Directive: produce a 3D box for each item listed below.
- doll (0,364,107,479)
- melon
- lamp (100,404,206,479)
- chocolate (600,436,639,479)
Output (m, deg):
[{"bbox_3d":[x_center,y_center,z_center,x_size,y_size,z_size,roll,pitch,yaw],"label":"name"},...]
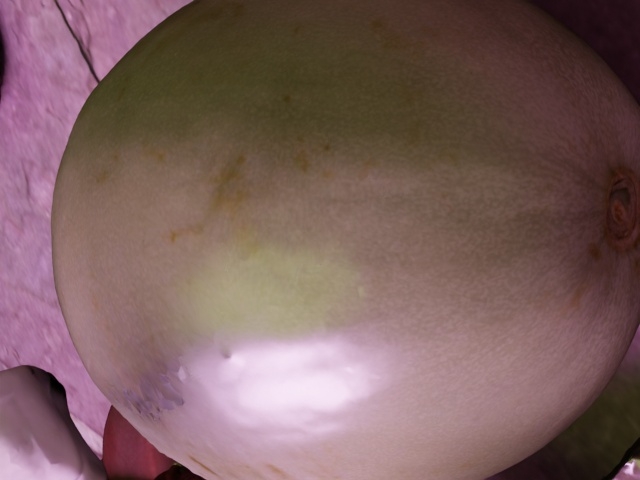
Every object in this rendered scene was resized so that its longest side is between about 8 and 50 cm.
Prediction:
[{"bbox_3d":[-0.033,0.218,0.869,0.423,0.161,0.348,38,173,31],"label":"doll"},{"bbox_3d":[0.009,-0.003,0.813,0.271,0.272,0.308,56,141,8],"label":"melon"},{"bbox_3d":[-0.042,0.140,1.116,0.151,0.215,0.223,66,175,-37],"label":"lamp"},{"bbox_3d":[0.160,0.182,0.901,0.112,0.112,0.321,42,145,11],"label":"chocolate"}]
